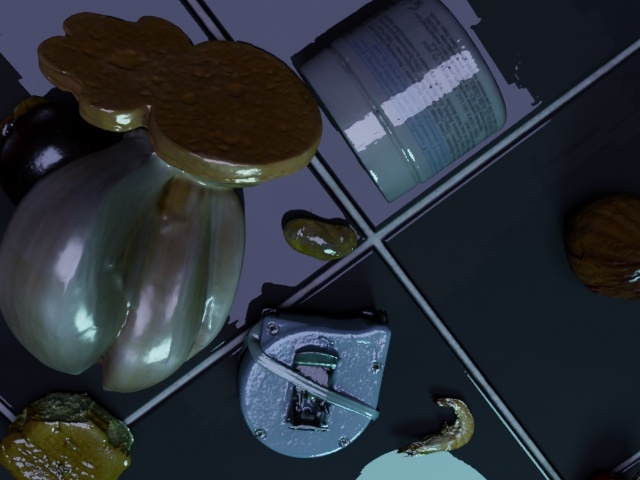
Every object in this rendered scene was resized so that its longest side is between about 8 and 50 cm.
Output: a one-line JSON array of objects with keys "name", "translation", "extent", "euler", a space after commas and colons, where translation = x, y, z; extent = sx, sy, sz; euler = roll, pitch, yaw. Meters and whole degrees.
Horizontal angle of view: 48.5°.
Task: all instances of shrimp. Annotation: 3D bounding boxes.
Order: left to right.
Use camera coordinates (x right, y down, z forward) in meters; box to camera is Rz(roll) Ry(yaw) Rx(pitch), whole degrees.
[{"name": "shrimp", "translation": [0.151, 0.250, 0.954], "extent": [0.114, 0.023, 0.083], "euler": [-15, 105, -7]}]

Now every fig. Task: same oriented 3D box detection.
[{"name": "fig", "translation": [0.384, 0.014, 0.821], "extent": [0.146, 0.201, 0.133], "euler": [-10, 98, -10]}]

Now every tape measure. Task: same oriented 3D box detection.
[{"name": "tape measure", "translation": [-0.012, 0.172, 0.871], "extent": [0.182, 0.107, 0.180], "euler": [0, 100, -9]}]

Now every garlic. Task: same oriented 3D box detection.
[{"name": "garlic", "translation": [-0.193, 0.031, 0.747], "extent": [0.279, 0.132, 0.325], "euler": [18, 96, -43]}]

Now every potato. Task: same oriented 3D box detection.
[{"name": "potato", "translation": [0.000, 0.000, 0.852], "extent": [0.092, 0.045, 0.046], "euler": [11, 69, -12]}]

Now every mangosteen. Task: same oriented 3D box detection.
[{"name": "mangosteen", "translation": [-0.291, -0.094, 0.762], "extent": [0.140, 0.140, 0.140], "euler": [-2, 107, -6]}]

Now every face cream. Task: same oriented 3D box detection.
[{"name": "face cream", "translation": [0.086, -0.151, 0.746], "extent": [0.153, 0.177, 0.177], "euler": [-33, 107, 4]}]

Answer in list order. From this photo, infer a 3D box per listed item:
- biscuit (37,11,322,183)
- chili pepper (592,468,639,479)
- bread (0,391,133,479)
[{"name": "biscuit", "translation": [-0.137, -0.149, 0.727], "extent": [0.289, 0.202, 0.044], "euler": [16, 137, -5]}, {"name": "chili pepper", "translation": [0.411, 0.369, 0.987], "extent": [0.086, 0.084, 0.192], "euler": [12, 110, -27]}, {"name": "bread", "translation": [-0.312, 0.255, 0.880], "extent": [0.128, 0.069, 0.140], "euler": [-40, 107, 5]}]
